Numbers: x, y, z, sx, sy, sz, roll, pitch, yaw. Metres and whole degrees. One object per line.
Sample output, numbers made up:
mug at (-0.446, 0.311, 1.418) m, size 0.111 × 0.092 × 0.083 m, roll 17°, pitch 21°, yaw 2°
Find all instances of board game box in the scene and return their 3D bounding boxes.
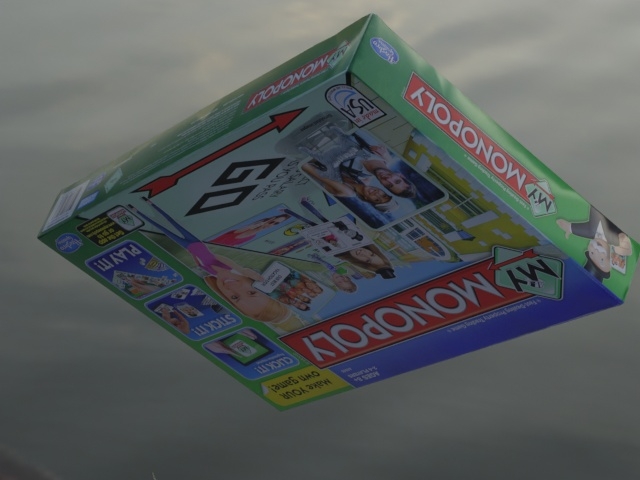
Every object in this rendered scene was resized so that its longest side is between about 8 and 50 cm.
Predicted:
board game box at (0.000, 0.000, 1.037) m, size 0.213 × 0.317 × 0.046 m, roll 38°, pitch 54°, yaw -22°

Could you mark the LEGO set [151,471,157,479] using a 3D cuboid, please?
LEGO set at (-0.104, 0.142, 0.904) m, size 0.054 × 0.023 × 0.083 m, roll -26°, pitch -1°, yaw 36°
